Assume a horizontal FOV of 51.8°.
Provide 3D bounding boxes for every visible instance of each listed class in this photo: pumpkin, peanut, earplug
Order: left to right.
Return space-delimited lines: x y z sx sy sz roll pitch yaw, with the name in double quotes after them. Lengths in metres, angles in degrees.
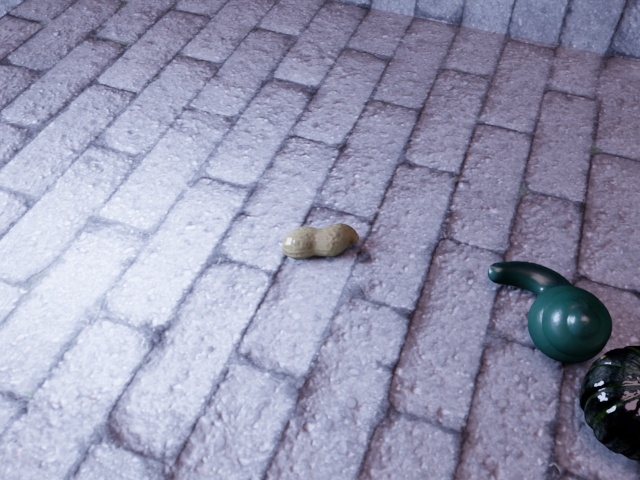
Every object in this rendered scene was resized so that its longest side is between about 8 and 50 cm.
0.000 0.000 1.559 0.187 0.082 0.082 -6 48 -7 "peanut"
0.499 0.135 1.387 0.164 0.280 0.257 -28 88 0 "earplug"
0.602 0.304 1.237 0.221 0.161 0.220 0 53 -1 "pumpkin"
